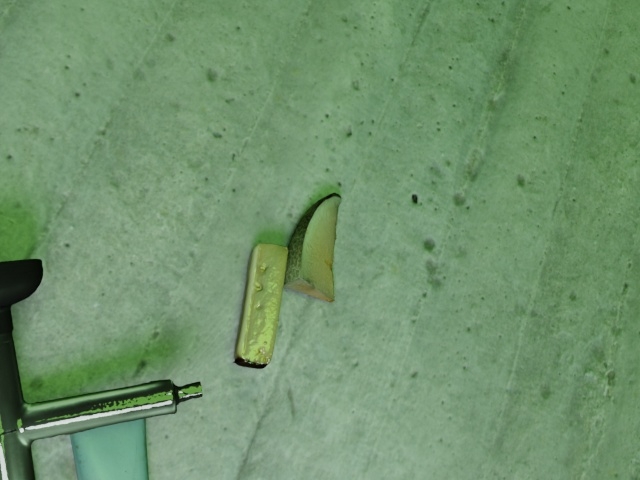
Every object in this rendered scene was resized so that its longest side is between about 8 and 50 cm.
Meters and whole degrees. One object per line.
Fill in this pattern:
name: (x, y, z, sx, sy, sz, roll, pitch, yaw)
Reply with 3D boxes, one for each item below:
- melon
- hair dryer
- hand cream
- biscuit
melon: (-0.006, 0.000, 1.230, 0.098, 0.054, 0.182, 21, 65, -37)
hair dryer: (-0.329, 0.158, 0.995, 0.284, 0.156, 0.320, -19, 95, -29)
hand cream: (-0.268, 0.357, 1.011, 0.111, 0.070, 0.312, -2, 69, -25)
biscuit: (-0.090, 0.096, 1.162, 0.056, 0.052, 0.187, 13, 69, -11)
